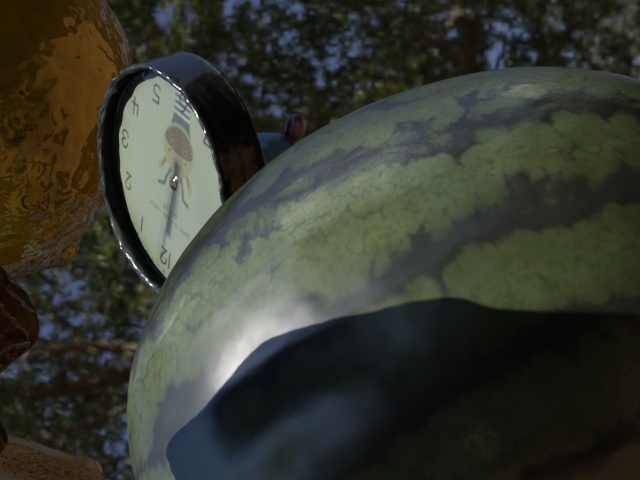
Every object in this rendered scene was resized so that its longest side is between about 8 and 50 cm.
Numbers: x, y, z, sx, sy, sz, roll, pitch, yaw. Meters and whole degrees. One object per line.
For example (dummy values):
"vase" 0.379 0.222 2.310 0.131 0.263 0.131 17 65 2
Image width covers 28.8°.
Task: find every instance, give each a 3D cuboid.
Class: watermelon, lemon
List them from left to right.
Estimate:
"lemon" -0.350 -0.137 1.240 0.387 0.350 0.350 -85 -17 -48
"watermelon" 0.062 0.073 0.591 0.279 0.359 0.279 51 -162 -23

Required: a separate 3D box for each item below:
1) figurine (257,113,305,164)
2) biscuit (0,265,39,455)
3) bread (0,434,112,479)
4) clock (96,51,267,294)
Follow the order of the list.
"figurine" -0.012 0.005 1.260 0.103 0.205 0.260 -26 -81 -49
"biscuit" -0.184 0.046 0.416 0.182 0.034 0.215 -43 -32 9
"bread" -0.336 0.266 1.253 0.311 0.173 0.121 24 -77 -34
"clock" -0.103 -0.042 0.896 0.040 0.184 0.184 -15 -65 -35
